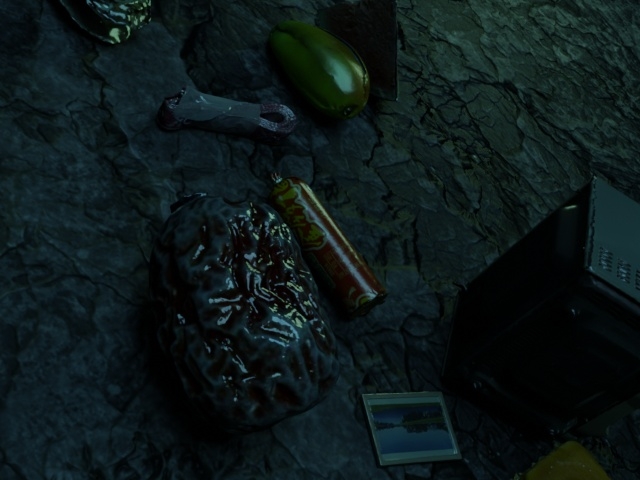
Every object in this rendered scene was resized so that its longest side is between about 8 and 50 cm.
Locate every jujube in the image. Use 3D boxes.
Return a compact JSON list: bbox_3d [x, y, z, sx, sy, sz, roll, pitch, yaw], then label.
[{"bbox_3d":[-0.106,0.095,1.278,0.226,0.226,0.317,-7,65,-36],"label":"jujube"}]

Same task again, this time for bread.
[{"bbox_3d":[0.335,0.407,1.409,0.245,0.121,0.174,-29,76,-45],"label":"bread"}]

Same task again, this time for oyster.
[{"bbox_3d":[-0.353,-0.481,1.586,0.162,0.158,0.351,33,50,-59],"label":"oyster"}]

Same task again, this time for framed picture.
[{"bbox_3d":[0.133,0.275,1.445,0.149,0.011,0.109,3,57,-32],"label":"framed picture"}]

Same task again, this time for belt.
[{"bbox_3d":[-0.149,-0.200,1.572,0.232,0.053,0.071,5,64,-30],"label":"belt"}]

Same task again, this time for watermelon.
[{"bbox_3d":[0.085,-0.346,1.772,0.136,0.202,0.207,-19,62,1],"label":"watermelon"}]

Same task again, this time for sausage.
[{"bbox_3d":[0.000,0.000,1.514,0.083,0.083,0.264,-24,72,-42],"label":"sausage"}]

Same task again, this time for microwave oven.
[{"bbox_3d":[0.384,0.129,1.475,0.286,0.355,0.218,30,47,-12],"label":"microwave oven"}]

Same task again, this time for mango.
[{"bbox_3d":[0.000,-0.305,1.708,0.125,0.111,0.233,-5,48,-51],"label":"mango"}]
